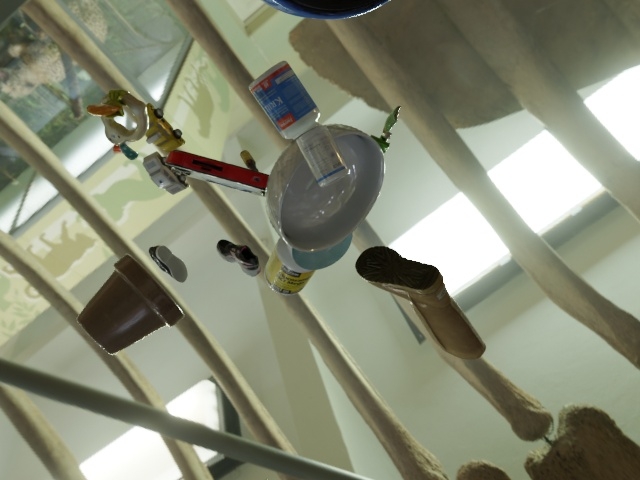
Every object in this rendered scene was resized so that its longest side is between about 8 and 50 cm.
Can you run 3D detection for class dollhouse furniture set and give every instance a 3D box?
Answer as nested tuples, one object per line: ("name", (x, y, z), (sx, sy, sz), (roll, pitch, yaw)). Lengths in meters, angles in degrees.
("dollhouse furniture set", (0.175, -0.319, 1.422), (0.076, 0.059, 0.151), (126, -16, -60))

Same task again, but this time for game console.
("game console", (-0.321, -0.211, 1.733), (0.342, 0.387, 0.060), (158, -52, -82))

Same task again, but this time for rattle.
("rattle", (-0.495, -0.250, 1.203), (0.199, 0.130, 0.142), (-53, -155, 37))

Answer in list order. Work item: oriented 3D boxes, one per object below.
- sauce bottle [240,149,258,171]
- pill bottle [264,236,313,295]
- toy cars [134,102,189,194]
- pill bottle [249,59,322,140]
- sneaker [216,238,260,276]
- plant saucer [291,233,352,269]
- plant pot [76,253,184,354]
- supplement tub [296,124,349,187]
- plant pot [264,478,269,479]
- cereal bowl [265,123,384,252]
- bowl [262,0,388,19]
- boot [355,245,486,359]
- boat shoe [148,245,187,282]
("sauce bottle", (-0.275, -0.302, 1.955), (0.042, 0.042, 0.128), (-38, -126, 7))
("pill bottle", (-0.098, 0.070, 1.961), (0.334, 0.188, 0.188), (121, -9, -56))
("toy cars", (-0.587, -0.310, 1.840), (0.177, 0.393, 0.087), (13, -133, 3))
("pill bottle", (-0.078, -0.350, 1.332), (0.124, 0.221, 0.124), (-34, -167, 9))
("sneaker", (-0.264, 0.038, 1.652), (0.178, 0.077, 0.072), (29, -134, 18))
("plant saucer", (0.000, 0.000, 1.475), (0.195, 0.195, 0.037), (-40, -135, 4))
("plant pot", (-0.573, 0.208, 1.482), (0.229, 0.263, 0.263), (-44, -147, -21))
("supplement tub", (0.006, -0.166, 0.996), (0.071, 0.107, 0.071), (-27, -179, 1))
("plant pot", (-0.108, 0.665, 1.295), (0.083, 0.079, 0.083), (-165, -90, -75))
("cereal bowl", (-0.005, -0.143, 1.266), (0.339, 0.339, 0.141), (-46, -127, -6))
("bowl", (0.023, -0.499, 0.672), (0.391, 0.391, 0.077), (-38, -136, 7))
("boot", (0.217, 0.143, 1.105), (0.089, 0.269, 0.236), (-49, -142, -14))
("boat shoe", (-0.363, 0.056, 1.197), (0.038, 0.125, 0.046), (4, -124, 29))
